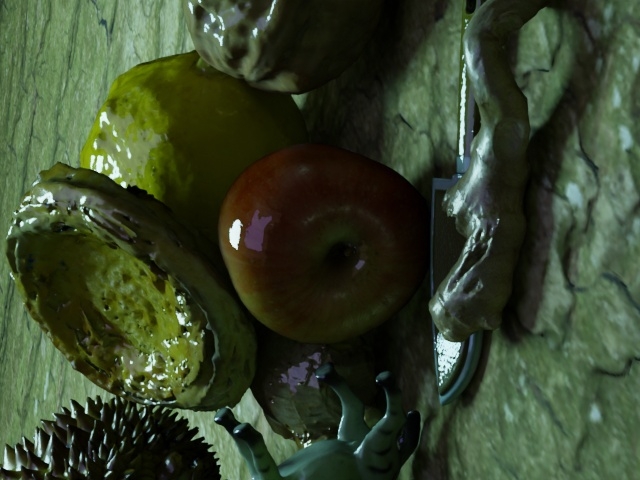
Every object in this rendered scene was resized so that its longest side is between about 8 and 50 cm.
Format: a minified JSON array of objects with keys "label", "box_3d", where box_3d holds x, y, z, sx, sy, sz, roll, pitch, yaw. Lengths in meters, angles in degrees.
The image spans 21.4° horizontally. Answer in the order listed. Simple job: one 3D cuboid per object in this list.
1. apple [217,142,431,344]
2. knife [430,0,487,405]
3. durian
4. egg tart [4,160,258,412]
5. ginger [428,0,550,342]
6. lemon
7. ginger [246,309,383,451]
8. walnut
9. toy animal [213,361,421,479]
[{"label":"apple","box_3d":[0.000,0.000,1.444,0.199,0.199,0.199,-177,90,-68]},{"label":"knife","box_3d":[0.114,-0.036,1.358,0.061,0.027,0.343,5,94,53]},{"label":"durian","box_3d":[-0.192,0.324,1.668,0.384,0.348,0.347,116,149,-41]},{"label":"egg tart","box_3d":[-0.163,0.043,1.556,0.291,0.107,0.290,26,141,23]},{"label":"ginger","box_3d":[0.127,-0.059,1.285,0.089,0.075,0.288,27,115,60]},{"label":"lemon","box_3d":[-0.122,-0.060,1.683,0.233,0.234,0.288,-108,23,-43]},{"label":"ginger","box_3d":[-0.008,0.127,1.539,0.216,0.102,0.157,30,122,55]},{"label":"walnut","box_3d":[-0.029,-0.247,1.533,0.245,0.198,0.198,-62,32,31]},{"label":"toy animal","box_3d":[-0.006,0.208,1.442,0.073,0.217,0.176,-100,-14,-68]}]
